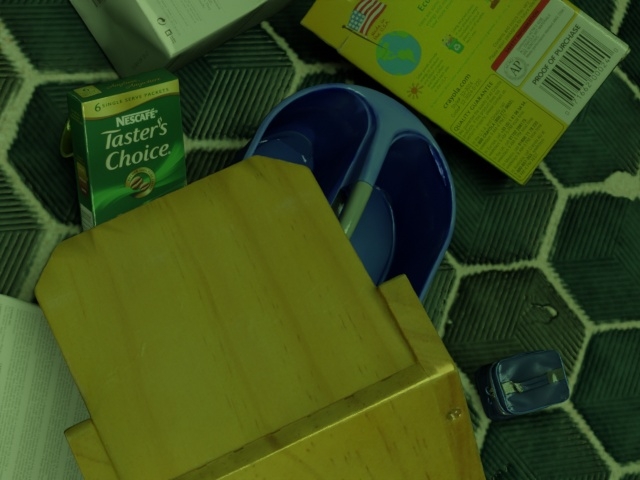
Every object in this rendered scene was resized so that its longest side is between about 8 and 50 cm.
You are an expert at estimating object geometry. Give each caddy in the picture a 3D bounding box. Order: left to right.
[{"bbox_3d":[0.000,0.000,1.935,0.241,0.179,0.341,31,66,-12],"label":"caddy"}]

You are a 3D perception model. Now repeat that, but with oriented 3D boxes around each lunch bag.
[{"bbox_3d":[0.224,0.160,2.048,0.098,0.065,0.067,-13,81,-26],"label":"lunch bag"}]

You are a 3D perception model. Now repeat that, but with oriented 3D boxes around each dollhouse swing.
[{"bbox_3d":[-0.071,0.153,1.798,0.347,0.315,0.305,-25,45,-8],"label":"dollhouse swing"}]

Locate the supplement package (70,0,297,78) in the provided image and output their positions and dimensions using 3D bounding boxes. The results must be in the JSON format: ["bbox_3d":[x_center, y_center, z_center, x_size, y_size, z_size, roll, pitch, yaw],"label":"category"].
[{"bbox_3d":[-0.124,-0.285,1.983,0.244,0.139,0.134,-34,91,-28],"label":"supplement package"}]

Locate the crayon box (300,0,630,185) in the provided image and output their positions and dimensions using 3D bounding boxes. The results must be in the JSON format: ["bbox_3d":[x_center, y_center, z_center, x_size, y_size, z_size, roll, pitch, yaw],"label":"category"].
[{"bbox_3d":[0.160,-0.236,2.069,0.318,0.081,0.202,36,101,-12],"label":"crayon box"}]

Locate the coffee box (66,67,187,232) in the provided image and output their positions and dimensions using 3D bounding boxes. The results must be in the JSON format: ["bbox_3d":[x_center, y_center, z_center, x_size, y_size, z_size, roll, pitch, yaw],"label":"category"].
[{"bbox_3d":[-0.196,-0.077,1.893,0.113,0.040,0.184,-15,120,-26],"label":"coffee box"}]

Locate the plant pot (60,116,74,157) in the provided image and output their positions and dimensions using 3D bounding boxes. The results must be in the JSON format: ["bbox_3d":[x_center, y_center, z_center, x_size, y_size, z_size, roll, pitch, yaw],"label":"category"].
[{"bbox_3d":[-0.218,-0.109,1.934,0.079,0.083,0.083,27,66,-28],"label":"plant pot"}]

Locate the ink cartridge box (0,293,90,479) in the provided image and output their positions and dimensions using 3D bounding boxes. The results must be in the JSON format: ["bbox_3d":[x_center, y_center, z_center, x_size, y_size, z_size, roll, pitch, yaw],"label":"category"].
[{"bbox_3d":[-0.269,0.169,1.845,0.232,0.066,0.189,21,74,-41],"label":"ink cartridge box"}]
